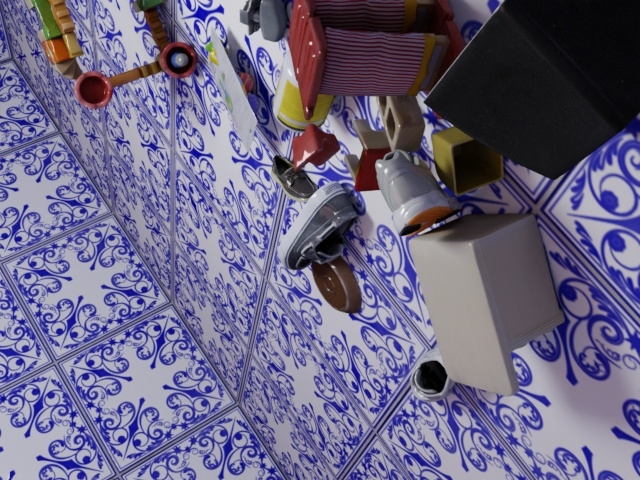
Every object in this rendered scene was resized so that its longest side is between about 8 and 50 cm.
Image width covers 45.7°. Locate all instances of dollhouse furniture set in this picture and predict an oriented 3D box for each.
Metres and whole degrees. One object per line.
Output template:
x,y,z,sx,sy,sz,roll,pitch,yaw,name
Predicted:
0.054,-0.180,1.098,0.374,0.201,0.152,104,159,-54,dollhouse furniture set

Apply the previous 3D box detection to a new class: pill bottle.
-0.020,-0.276,1.310,0.103,0.103,0.184,55,154,16,pill bottle

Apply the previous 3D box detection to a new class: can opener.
-0.092,-0.474,1.315,0.095,0.076,0.283,20,142,9,can opener

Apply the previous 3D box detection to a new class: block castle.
-0.496,-0.551,1.719,0.213,0.303,0.453,24,135,63,block castle

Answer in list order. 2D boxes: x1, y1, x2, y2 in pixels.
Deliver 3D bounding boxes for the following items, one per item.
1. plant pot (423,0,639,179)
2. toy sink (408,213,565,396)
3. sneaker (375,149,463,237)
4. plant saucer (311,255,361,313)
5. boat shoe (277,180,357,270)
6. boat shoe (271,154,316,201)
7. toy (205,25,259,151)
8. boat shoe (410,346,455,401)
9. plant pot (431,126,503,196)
0.257,-0.180,0.805,0.167,0.188,0.187,46,153,3,plant pot
0.252,0.087,1.121,0.153,0.131,0.234,1,111,62,toy sink
0.140,-0.077,1.127,0.121,0.099,0.262,63,-172,6,sneaker
0.028,0.092,1.679,0.168,0.029,0.168,43,150,34,plant saucer
0.000,0.000,1.558,0.102,0.108,0.301,54,146,15,boat shoe
-0.061,-0.130,1.592,0.152,0.056,0.049,38,151,42,boat shoe
-0.173,-0.325,1.613,0.237,0.056,0.137,62,159,13,toy
0.208,0.251,1.424,0.095,0.084,0.258,52,153,20,boat shoe
0.200,-0.124,1.074,0.083,0.082,0.081,-132,26,-55,plant pot
